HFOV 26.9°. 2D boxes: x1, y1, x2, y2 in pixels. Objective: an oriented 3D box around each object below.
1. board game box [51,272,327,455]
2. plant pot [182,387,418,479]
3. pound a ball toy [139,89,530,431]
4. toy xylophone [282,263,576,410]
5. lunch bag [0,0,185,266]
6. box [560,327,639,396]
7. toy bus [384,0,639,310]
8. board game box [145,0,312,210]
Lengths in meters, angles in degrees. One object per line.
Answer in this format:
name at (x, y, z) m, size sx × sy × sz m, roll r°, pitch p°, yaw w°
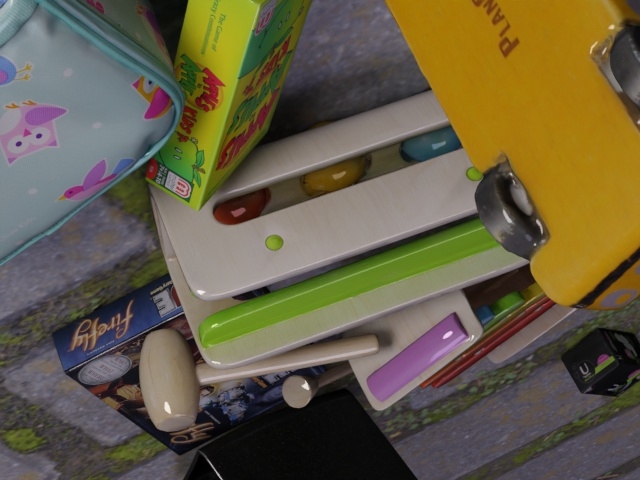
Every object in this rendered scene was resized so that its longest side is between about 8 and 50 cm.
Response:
board game box at (-0.103, 0.102, 1.166) m, size 0.165 × 0.042 × 0.243 m, roll -28°, pitch 150°, yaw 5°
plant pot at (-0.011, 0.254, 1.327) m, size 0.167 × 0.187 × 0.188 m, roll -34°, pitch 169°, yaw -20°
pound a ball toy at (0.000, 0.000, 0.988) m, size 0.319 × 0.135 × 0.208 m, roll -19°, pitch 153°, yaw -9°
toy xylophone at (0.109, 0.083, 1.193) m, size 0.236 × 0.081 × 0.323 m, roll -42°, pitch 165°, yaw 30°
lunch bag at (-0.234, -0.066, 0.732) m, size 0.279 × 0.108 × 0.224 m, roll -33°, pitch 150°, yaw 15°
box at (0.331, 0.141, 1.543) m, size 0.083 × 0.052 × 0.062 m, roll 12°, pitch 133°, yaw -46°
toy bus at (0.107, -0.126, 0.661) m, size 0.130 × 0.332 × 0.108 m, roll 4°, pitch 139°, yaw -40°
board game box at (-0.051, -0.110, 0.816) m, size 0.092 × 0.043 × 0.181 m, roll -54°, pitch 171°, yaw -39°
